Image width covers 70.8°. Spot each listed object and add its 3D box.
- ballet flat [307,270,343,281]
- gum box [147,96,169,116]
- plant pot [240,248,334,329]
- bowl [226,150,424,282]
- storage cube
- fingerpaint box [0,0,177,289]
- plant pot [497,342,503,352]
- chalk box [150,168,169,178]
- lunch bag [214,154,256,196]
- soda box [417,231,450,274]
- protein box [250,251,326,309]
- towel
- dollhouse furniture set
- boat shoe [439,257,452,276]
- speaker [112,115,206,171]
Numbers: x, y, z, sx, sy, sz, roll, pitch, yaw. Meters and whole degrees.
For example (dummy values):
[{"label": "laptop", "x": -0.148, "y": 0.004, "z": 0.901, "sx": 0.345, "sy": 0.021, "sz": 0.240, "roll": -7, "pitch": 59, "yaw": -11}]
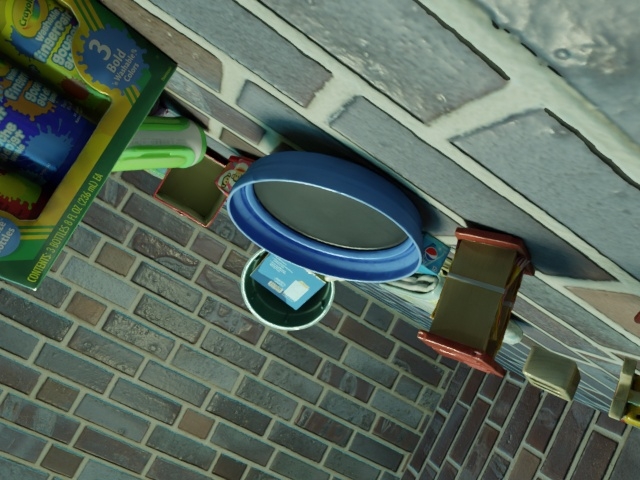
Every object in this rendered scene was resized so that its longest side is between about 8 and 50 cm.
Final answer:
[{"label": "ballet flat", "x": 0.009, "y": 0.063, "z": 1.197, "sx": 0.240, "sy": 0.077, "sz": 0.091, "roll": 26, "pitch": 174, "yaw": 4}, {"label": "gum box", "x": -0.433, "y": -0.334, "z": 1.045, "sx": 0.107, "sy": 0.062, "sz": 0.188, "roll": 30, "pitch": 173, "yaw": -2}, {"label": "plant pot", "x": -0.103, "y": 0.123, "z": 1.772, "sx": 0.341, "sy": 0.341, "sz": 0.334, "roll": 30, "pitch": -163, "yaw": -3}, {"label": "bowl", "x": 0.012, "y": -0.034, "z": 0.886, "sx": 0.390, "sy": 0.077, "sz": 0.391, "roll": 16, "pitch": 157, "yaw": 7}, {"label": "storage cube", "x": -0.385, "y": -0.178, "z": 1.399, "sx": 0.183, "sy": 0.215, "sz": 0.193, "roll": 31, "pitch": 179, "yaw": -20}, {"label": "fingerpaint box", "x": -0.508, "y": -0.206, "z": 0.692, "sx": 0.371, "sy": 0.445, "sz": 0.163, "roll": 35, "pitch": 170, "yaw": -35}, {"label": "plant pot", "x": 0.470, "y": 0.319, "z": 1.318, "sx": 0.081, "sy": 0.083, "sz": 0.081, "roll": 26, "pitch": 174, "yaw": 11}, {"label": "chalk box", "x": -0.563, "y": -0.298, "z": 1.560, "sx": 0.132, "sy": 0.132, "sz": 0.213, "roll": 35, "pitch": 170, "yaw": -39}, {"label": "lunch bag", "x": -0.104, "y": -0.097, "z": 1.175, "sx": 0.293, "sy": 0.120, "sz": 0.258, "roll": 25, "pitch": 172, "yaw": 31}, {"label": "soda box", "x": 0.204, "y": 0.028, "z": 1.032, "sx": 0.071, "sy": 0.067, "sz": 0.210, "roll": 31, "pitch": 173, "yaw": -13}, {"label": "protein box", "x": -0.085, "y": 0.084, "z": 1.474, "sx": 0.199, "sy": 0.136, "sz": 0.201, "roll": 37, "pitch": 134, "yaw": -7}, {"label": "towel", "x": 0.382, "y": 0.185, "z": 1.385, "sx": 0.320, "sy": 0.090, "sz": 0.374, "roll": 28, "pitch": 174, "yaw": -15}, {"label": "dollhouse furniture set", "x": 0.357, "y": 0.131, "z": 0.670, "sx": 0.374, "sy": 0.201, "sz": 0.152, "roll": 16, "pitch": 166, "yaw": 37}, {"label": "boat shoe", "x": 0.301, "y": 0.073, "z": 1.039, "sx": 0.153, "sy": 0.048, "sz": 0.056, "roll": 22, "pitch": 170, "yaw": 45}, {"label": "speaker", "x": -0.399, "y": -0.217, "z": 0.998, "sx": 0.131, "sy": 0.131, "sz": 0.296, "roll": 26, "pitch": -157, "yaw": 26}]
